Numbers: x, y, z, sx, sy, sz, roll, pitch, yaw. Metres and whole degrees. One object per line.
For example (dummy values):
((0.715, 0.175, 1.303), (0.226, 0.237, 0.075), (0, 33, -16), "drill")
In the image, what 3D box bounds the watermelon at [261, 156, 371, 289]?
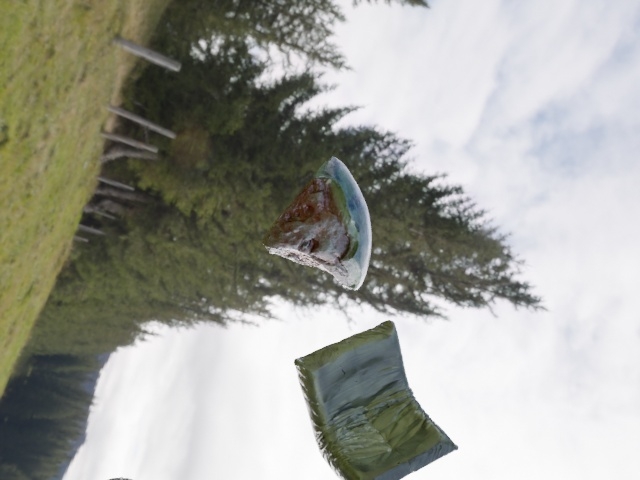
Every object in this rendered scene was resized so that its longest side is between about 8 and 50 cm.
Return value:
((0.000, 0.000, 0.750), (0.071, 0.139, 0.187), (-110, -175, -63), "watermelon")

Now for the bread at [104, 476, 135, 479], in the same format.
((-0.241, 0.403, 0.685), (0.267, 0.040, 0.267), (-8, 90, -79), "bread")

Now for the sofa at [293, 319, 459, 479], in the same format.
((0.086, 0.279, 1.047), (0.176, 0.210, 0.225), (11, -64, 66), "sofa")
